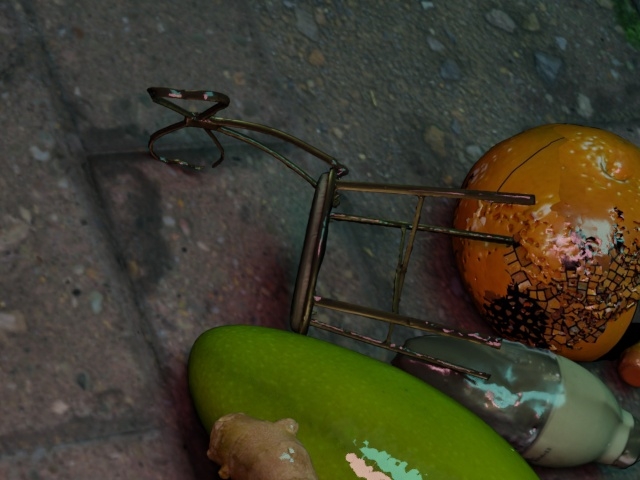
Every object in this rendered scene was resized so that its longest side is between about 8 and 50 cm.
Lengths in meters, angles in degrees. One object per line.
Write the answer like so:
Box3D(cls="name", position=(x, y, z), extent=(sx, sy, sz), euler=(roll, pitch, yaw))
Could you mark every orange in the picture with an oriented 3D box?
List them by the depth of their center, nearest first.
Box3D(cls="orange", position=(0.230, -0.002, 1.775), extent=(0.234, 0.182, 0.234), euler=(11, 46, -12))

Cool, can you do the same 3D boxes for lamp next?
Box3D(cls="lamp", position=(0.176, 0.139, 1.696), extent=(0.250, 0.101, 0.101), euler=(23, 50, -15))

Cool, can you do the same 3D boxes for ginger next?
Box3D(cls="ginger", position=(-0.008, 0.249, 1.400), extent=(0.089, 0.075, 0.288), euler=(-19, 70, -11))

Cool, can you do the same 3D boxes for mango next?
Box3D(cls="mango", position=(0.039, 0.177, 1.535), extent=(0.343, 0.156, 0.192), euler=(37, 20, 8))

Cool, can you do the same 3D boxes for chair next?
Box3D(cls="chair", position=(0.000, 0.000, 1.602), extent=(0.325, 0.160, 0.170), euler=(12, 75, 1))

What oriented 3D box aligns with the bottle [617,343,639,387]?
Box3D(cls="bottle", position=(0.328, 0.067, 1.872), extent=(0.069, 0.069, 0.187), euler=(39, 49, -6))
